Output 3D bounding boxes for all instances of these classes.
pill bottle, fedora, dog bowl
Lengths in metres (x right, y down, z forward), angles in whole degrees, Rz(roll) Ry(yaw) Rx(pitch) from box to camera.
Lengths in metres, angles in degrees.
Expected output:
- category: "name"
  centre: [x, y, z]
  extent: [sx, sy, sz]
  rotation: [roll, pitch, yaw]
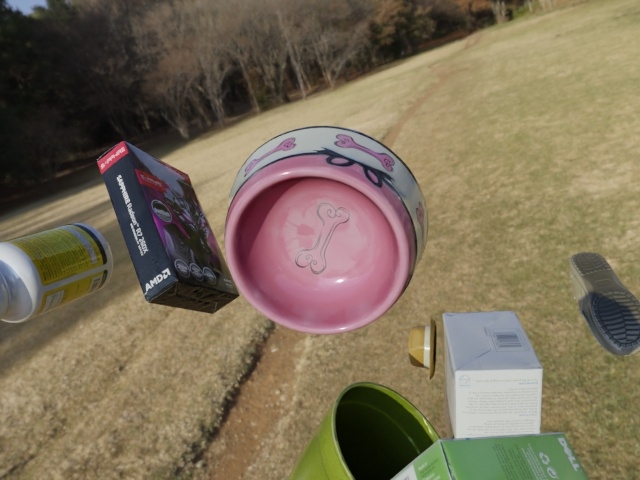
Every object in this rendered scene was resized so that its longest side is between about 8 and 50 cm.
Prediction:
- category: "pill bottle"
  centre: [-0.670, 0.079, 1.326]
  extent: [0.187, 0.188, 0.334]
  rotation: [-13, 7, 24]
- category: "fedora"
  centre: [0.307, 0.320, 1.701]
  extent: [0.079, 0.194, 0.194]
  rotation: [1, 20, 15]
- category: "dog bowl"
  centre: [0.000, 0.000, 1.071]
  extent: [0.407, 0.408, 0.150]
  rotation: [-16, 22, 16]

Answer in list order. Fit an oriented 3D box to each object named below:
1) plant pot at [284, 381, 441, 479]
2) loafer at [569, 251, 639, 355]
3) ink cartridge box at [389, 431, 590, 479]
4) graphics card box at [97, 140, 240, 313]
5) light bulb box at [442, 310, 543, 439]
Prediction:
- category: "plant pot"
  centre: [0.079, 0.603, 1.398]
  extent: [0.353, 0.366, 0.366]
  rotation: [-50, -1, 29]
- category: "loafer"
  centre: [0.596, 0.138, 1.180]
  extent: [0.101, 0.092, 0.269]
  rotation: [-8, 41, 10]
- category: "ink cartridge box"
  centre: [0.165, 0.225, 0.506]
  extent: [0.209, 0.109, 0.062]
  rotation: [8, 44, -29]
- category: "graphics card box"
  centre: [-0.336, -0.024, 1.255]
  extent: [0.094, 0.371, 0.233]
  rotation: [-33, -25, 14]
- category: "light bulb box"
  centre: [0.474, 0.438, 1.612]
  extent: [0.225, 0.361, 0.358]
  rotation: [-3, 18, 8]
